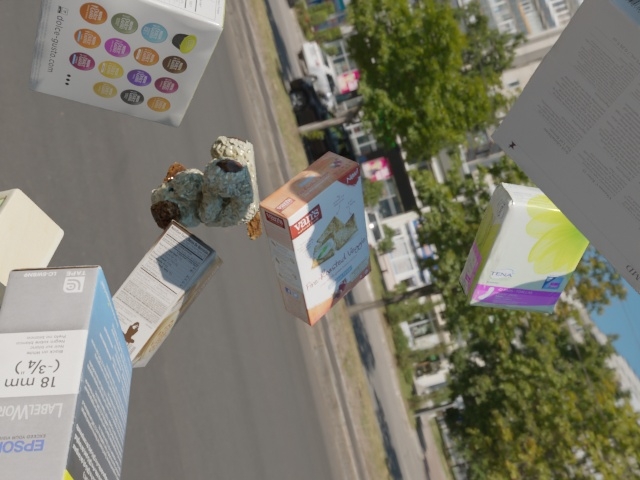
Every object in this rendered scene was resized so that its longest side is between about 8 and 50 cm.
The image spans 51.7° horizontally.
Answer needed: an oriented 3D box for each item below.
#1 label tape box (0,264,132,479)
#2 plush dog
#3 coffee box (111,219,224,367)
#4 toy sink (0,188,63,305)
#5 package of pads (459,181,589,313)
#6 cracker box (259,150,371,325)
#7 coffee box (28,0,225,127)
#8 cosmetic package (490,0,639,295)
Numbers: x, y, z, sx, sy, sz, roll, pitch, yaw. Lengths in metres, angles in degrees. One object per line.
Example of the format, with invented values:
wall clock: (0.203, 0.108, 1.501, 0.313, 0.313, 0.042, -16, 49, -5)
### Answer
label tape box: (-0.284, 0.230, 0.712, 0.241, 0.105, 0.334, 95, -9, -51)
plush dog: (-0.249, -0.091, 1.414, 0.262, 0.225, 0.211, -96, 179, -64)
coffee box: (-0.290, 0.099, 1.180, 0.098, 0.247, 0.141, 36, -10, 3)
toy sink: (-0.592, 0.018, 1.128, 0.131, 0.234, 0.153, 57, 36, -42)
package of pads: (0.456, 0.022, 1.479, 0.101, 0.229, 0.297, -98, -161, -55)
cracker box: (0.000, 0.000, 1.034, 0.067, 0.155, 0.232, 27, -36, 35)
coffee box: (-0.406, -0.509, 1.421, 0.337, 0.334, 0.338, -46, -141, 50)
cosmetic package: (0.417, -0.096, 0.814, 0.377, 0.097, 0.284, 52, -27, 16)
